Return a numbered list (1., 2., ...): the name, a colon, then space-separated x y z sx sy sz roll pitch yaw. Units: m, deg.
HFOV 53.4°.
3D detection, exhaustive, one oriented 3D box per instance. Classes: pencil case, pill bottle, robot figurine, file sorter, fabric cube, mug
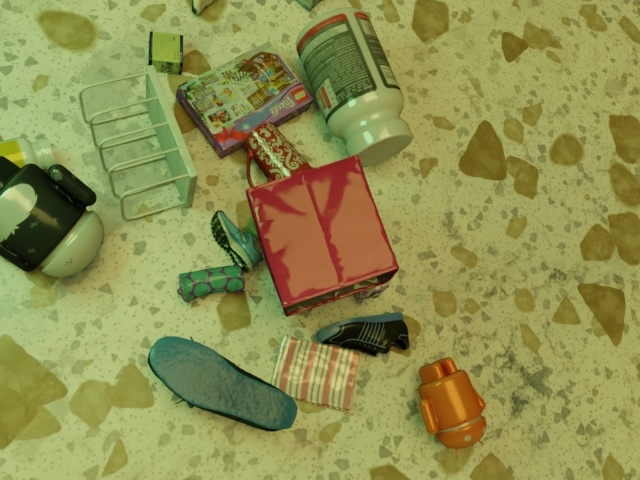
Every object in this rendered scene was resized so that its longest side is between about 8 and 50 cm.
1. pencil case: -0.248 0.098 1.454 0.151 0.064 0.070 -10 91 -21
2. pill bottle: -0.678 -0.167 1.386 0.184 0.103 0.103 -19 79 -22
3. robot figurine: -0.585 -0.047 1.320 0.278 0.209 0.174 42 57 -20
4. pencil case: 0.091 0.051 1.570 0.088 0.086 0.206 -28 80 10
5. pill bottle: 0.090 -0.391 1.643 0.210 0.210 0.363 -16 78 -21
6. file sorter: -0.411 -0.208 1.438 0.173 0.193 0.278 -20 79 -20
7. fabric cube: 0.000 0.000 1.406 0.258 0.254 0.258 -18 79 -5
8. robot figurine: 0.312 0.390 1.498 0.128 0.158 0.220 -24 78 17
9. mug: -0.116 -0.195 1.563 0.150 0.113 0.169 -29 78 -46

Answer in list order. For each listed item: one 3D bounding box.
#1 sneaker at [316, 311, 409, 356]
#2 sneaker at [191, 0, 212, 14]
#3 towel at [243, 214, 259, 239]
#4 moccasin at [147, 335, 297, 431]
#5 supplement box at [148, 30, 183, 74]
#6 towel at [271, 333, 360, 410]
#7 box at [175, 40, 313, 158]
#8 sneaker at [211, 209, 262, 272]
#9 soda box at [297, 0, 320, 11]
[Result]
1. sneaker: 0.107 0.232 1.511 0.232 0.081 0.091 -7 67 -20
2. sneaker: -0.292 -0.666 1.698 0.075 0.057 0.161 16 65 -6
3. towel: -0.105 -0.027 1.561 0.148 0.027 0.110 38 65 -1
4. moccasin: -0.219 0.324 1.363 0.342 0.117 0.138 34 66 -8
5. supplement box: -0.389 -0.472 1.603 0.083 0.056 0.083 1 72 -17
6. towel: -0.009 0.307 1.479 0.196 0.029 0.144 16 68 -12
7. box: -0.191 -0.363 1.629 0.293 0.057 0.201 -34 84 -24
8. sneaker: -0.199 -0.004 1.515 0.073 0.063 0.162 -35 92 -37
9. soda box: 0.008 -0.735 1.811 0.058 0.063 0.183 42 65 0
